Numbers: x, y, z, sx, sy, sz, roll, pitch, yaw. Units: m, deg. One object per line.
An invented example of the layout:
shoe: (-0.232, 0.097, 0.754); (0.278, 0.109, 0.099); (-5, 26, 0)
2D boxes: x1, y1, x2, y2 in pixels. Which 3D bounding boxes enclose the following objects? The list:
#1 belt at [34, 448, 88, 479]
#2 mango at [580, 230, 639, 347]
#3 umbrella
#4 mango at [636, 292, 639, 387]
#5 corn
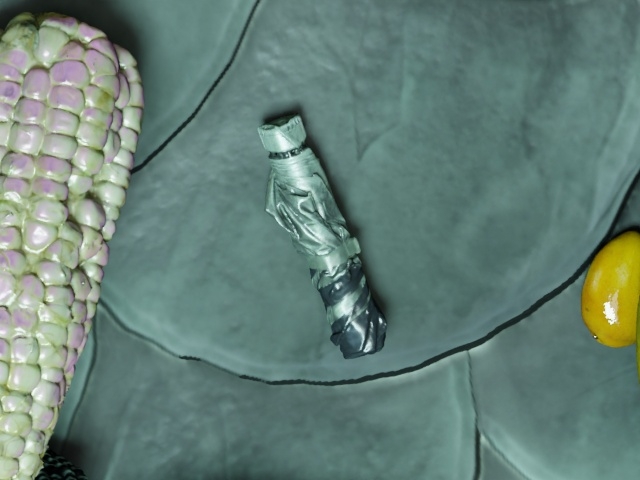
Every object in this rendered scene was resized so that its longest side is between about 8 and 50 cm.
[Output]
belt: (-0.293, 0.202, 1.205); (0.258, 0.207, 0.150); (13, 101, -13)
mango: (0.226, 0.036, 1.319); (0.060, 0.046, 0.089); (14, 91, -14)
umbrella: (0.000, 0.000, 1.271); (0.050, 0.046, 0.188); (-35, 113, -39)
mango: (0.378, 0.120, 1.273); (0.301, 0.220, 0.445); (-10, 108, -13)
corn: (-0.194, 0.011, 1.145); (0.127, 0.126, 0.335); (11, 72, -11)
